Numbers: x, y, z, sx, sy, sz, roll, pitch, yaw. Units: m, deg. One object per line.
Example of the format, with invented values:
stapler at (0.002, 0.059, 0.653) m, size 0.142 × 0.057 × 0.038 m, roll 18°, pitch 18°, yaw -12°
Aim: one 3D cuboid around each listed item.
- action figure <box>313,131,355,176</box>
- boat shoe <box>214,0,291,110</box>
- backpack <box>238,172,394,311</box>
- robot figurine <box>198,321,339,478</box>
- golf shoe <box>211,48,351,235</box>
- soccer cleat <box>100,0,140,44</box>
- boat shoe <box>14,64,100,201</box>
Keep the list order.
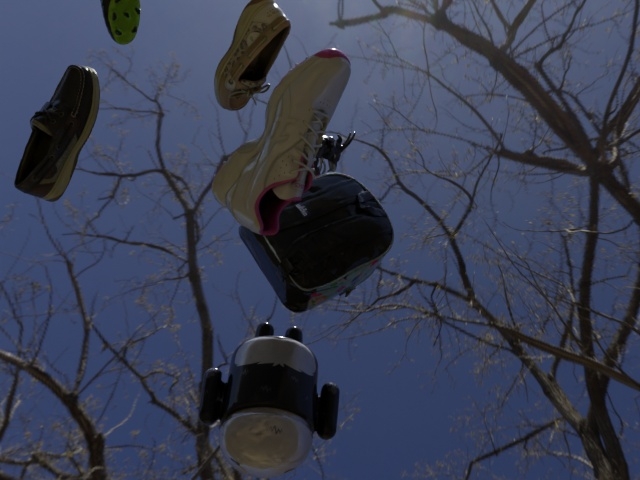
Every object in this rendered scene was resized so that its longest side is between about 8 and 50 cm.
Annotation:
action figure at (-0.050, -0.178, 1.390) m, size 0.275 × 0.164 × 0.141 m, roll -11°, pitch -71°, yaw -7°
boat shoe at (-0.146, -0.368, 1.262) m, size 0.089 × 0.104 × 0.285 m, roll 49°, pitch -38°, yaw 13°
backpack at (0.000, 0.000, 1.125) m, size 0.253 × 0.191 × 0.225 m, roll -27°, pitch -110°, yaw -24°
robot figurine at (-0.092, 0.290, 1.102) m, size 0.209 × 0.278 × 0.173 m, roll -19°, pitch -49°, yaw 22°
golf shoe at (-0.038, -0.139, 0.912) m, size 0.306 × 0.115 × 0.140 m, roll -52°, pitch -123°, yaw 21°
soccer cleat at (-0.329, -0.405, 0.950) m, size 0.072 × 0.060 × 0.179 m, roll 30°, pitch -48°, yaw 42°
boat shoe at (-0.412, -0.172, 0.936) m, size 0.080 × 0.073 × 0.224 m, roll 21°, pitch -87°, yaw 29°
